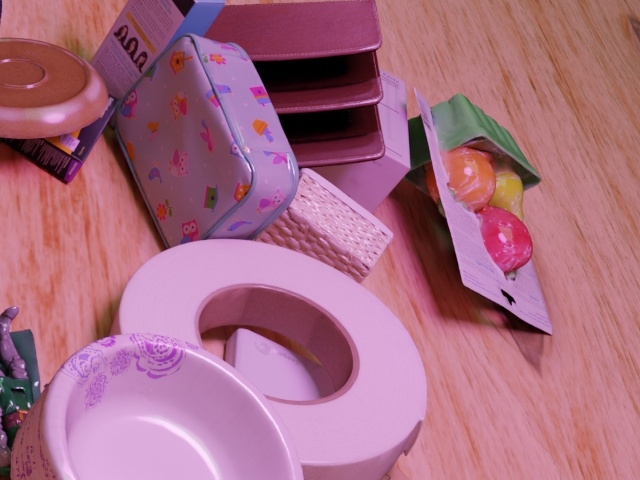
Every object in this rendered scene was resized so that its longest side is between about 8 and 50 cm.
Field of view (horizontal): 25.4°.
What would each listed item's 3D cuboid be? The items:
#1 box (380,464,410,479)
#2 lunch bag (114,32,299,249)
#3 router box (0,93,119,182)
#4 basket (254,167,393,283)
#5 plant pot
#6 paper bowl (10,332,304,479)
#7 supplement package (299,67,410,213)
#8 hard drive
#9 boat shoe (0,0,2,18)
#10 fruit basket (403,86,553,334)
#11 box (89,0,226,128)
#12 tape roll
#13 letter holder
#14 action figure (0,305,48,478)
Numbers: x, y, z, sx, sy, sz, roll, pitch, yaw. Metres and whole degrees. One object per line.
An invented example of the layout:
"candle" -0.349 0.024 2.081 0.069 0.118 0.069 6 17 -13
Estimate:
"box" 0.047 0.303 1.688 0.201 0.021 0.164 45 32 6
"lunch bag" -0.157 -0.120 1.886 0.108 0.224 0.279 2 53 -43
"router box" -0.356 -0.168 1.894 0.133 0.046 0.179 33 32 -12
"basket" 0.000 0.000 2.005 0.167 0.113 0.103 38 36 -5
"plant pot" -0.390 -0.205 1.826 0.236 0.032 0.236 7 33 -5
"paper bowl" -0.170 0.244 1.410 0.284 0.148 0.284 23 41 -22
"supplement package" 0.048 -0.171 2.242 0.139 0.134 0.244 28 34 -19
"hard drive" -0.030 0.260 1.719 0.203 0.040 0.307 28 35 -20
"boat shoe" -0.531 -0.398 1.942 0.158 0.127 0.340 20 45 -41
"fruit basket" 0.250 -0.039 2.274 0.327 0.165 0.353 27 49 -53
"box" -0.235 -0.274 1.963 0.060 0.244 0.100 -9 57 -50
"tape roll" -0.061 0.147 1.706 0.392 0.072 0.392 15 35 -11
"letter holder" -0.061 -0.221 2.042 0.301 0.152 0.214 -3 43 -3
"action figure" -0.326 0.173 1.498 0.137 0.063 0.232 10 47 -45
